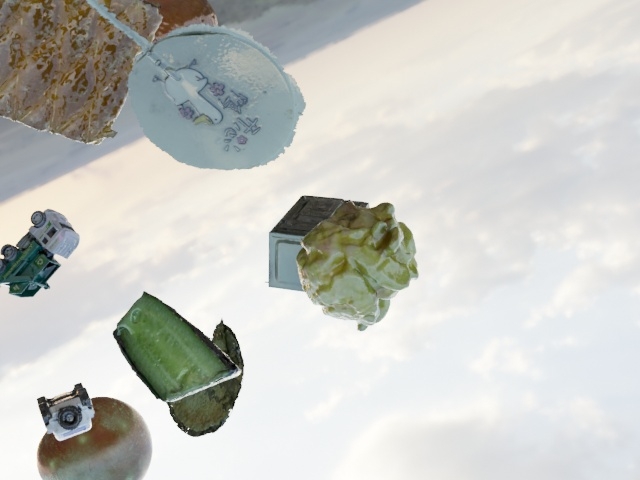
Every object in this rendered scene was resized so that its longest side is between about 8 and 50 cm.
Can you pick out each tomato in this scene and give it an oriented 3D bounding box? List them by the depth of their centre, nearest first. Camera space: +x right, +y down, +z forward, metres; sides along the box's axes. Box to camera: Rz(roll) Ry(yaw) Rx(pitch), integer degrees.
[{"bbox_3d":[-0.521,0.507,2.350,0.270,0.222,0.270,-28,145,-21],"label":"tomato"}]

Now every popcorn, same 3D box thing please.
[{"bbox_3d":[0.059,0.030,1.481,0.187,0.167,0.185,-46,174,3],"label":"popcorn"}]

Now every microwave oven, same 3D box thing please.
[{"bbox_3d":[0.000,0.000,1.848,0.163,0.129,0.205,8,-157,12],"label":"microwave oven"}]

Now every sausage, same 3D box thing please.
[{"bbox_3d":[-0.309,-0.409,1.985,0.153,0.141,0.268,-17,-166,41],"label":"sausage"}]

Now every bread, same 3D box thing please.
[{"bbox_3d":[-0.456,-0.333,1.643,0.279,0.279,0.207,12,-161,-46],"label":"bread"}]

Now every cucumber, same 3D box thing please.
[{"bbox_3d":[-0.207,0.163,1.446,0.115,0.193,0.086,-53,163,12],"label":"cucumber"}]

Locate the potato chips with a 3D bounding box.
[{"bbox_3d":[-0.221,0.262,1.913,0.029,0.202,0.220,19,110,-48],"label":"potato chips"}]

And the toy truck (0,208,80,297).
[{"bbox_3d":[-0.644,0.041,2.280,0.216,0.116,0.110,-48,158,1],"label":"toy truck"}]

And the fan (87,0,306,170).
[{"bbox_3d":[-0.206,-0.231,1.312,0.233,0.415,0.012,-38,-153,30],"label":"fan"}]

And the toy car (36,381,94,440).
[{"bbox_3d":[-0.407,0.278,1.611,0.080,0.070,0.171,-19,-177,-17],"label":"toy car"}]
